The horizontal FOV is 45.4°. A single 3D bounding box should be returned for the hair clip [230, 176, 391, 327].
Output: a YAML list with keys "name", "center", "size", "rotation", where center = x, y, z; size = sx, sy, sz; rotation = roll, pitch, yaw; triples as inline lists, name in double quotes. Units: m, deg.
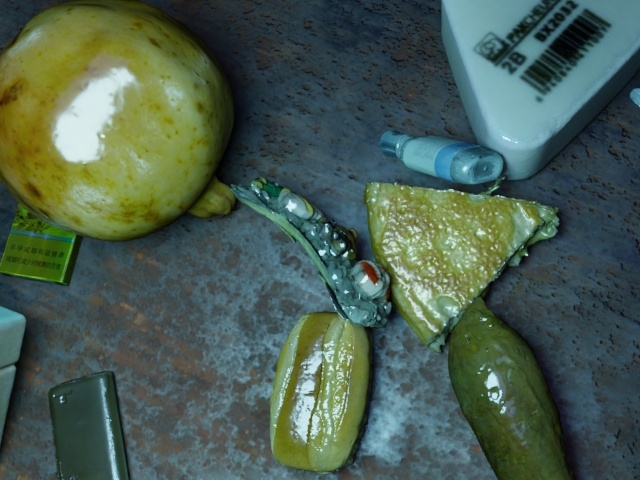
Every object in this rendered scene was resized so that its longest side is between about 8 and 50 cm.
- name: "hair clip"
  center: [0.001, -0.002, 1.148]
  size: [0.321, 0.138, 0.091]
  rotation: [46, 102, 23]

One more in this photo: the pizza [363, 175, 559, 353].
- name: "pizza"
  center: [0.226, 0.015, 1.161]
  size: [0.287, 0.075, 0.280]
  rotation: [-13, 75, 3]

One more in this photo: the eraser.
- name: "eraser"
  center: [0.328, -0.251, 1.183]
  size: [0.331, 0.150, 0.332]
  rotation: [-2, 74, 9]

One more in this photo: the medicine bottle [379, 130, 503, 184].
- name: "medicine bottle"
  center: [0.175, -0.130, 1.171]
  size: [0.208, 0.090, 0.054]
  rotation: [23, 120, 48]

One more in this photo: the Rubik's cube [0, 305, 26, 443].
- name: "Rubik's cube"
  center: [-0.656, 0.226, 1.058]
  size: [0.321, 0.316, 0.319]
  rotation: [18, 99, 13]

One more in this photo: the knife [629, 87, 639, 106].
- name: "knife"
  center: [0.648, -0.187, 1.175]
  size: [0.331, 0.044, 0.080]
  rotation: [7, 81, 17]

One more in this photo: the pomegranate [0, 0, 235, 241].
- name: "pomegranate"
  center: [-0.294, -0.164, 1.163]
  size: [0.409, 0.410, 0.411]
  rotation: [-3, 73, 8]

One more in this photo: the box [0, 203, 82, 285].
- name: "box"
  center: [-0.461, -0.027, 1.300]
  size: [0.121, 0.030, 0.193]
  rotation: [9, 74, 11]

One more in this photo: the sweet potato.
- name: "sweet potato"
  center: [0.283, 0.280, 1.039]
  size: [0.130, 0.130, 0.423]
  rotation: [-23, 72, 1]

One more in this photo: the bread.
- name: "bread"
  center: [0.003, 0.215, 1.113]
  size: [0.139, 0.106, 0.237]
  rotation: [5, 73, 13]

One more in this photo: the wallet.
- name: "wallet"
  center: [-0.357, 0.310, 1.179]
  size: [0.110, 0.031, 0.198]
  rotation: [-16, 71, 5]
